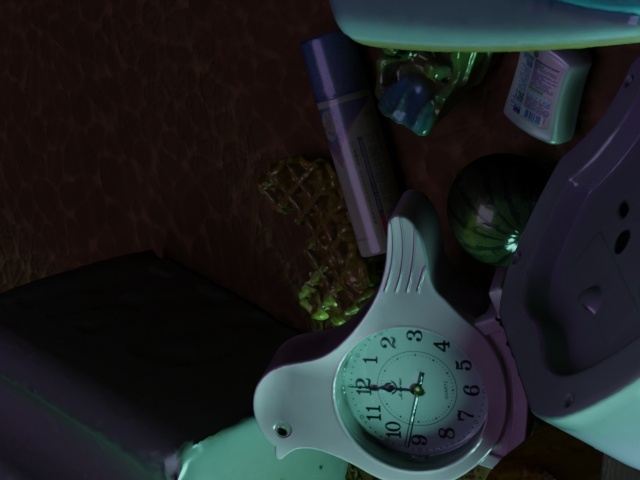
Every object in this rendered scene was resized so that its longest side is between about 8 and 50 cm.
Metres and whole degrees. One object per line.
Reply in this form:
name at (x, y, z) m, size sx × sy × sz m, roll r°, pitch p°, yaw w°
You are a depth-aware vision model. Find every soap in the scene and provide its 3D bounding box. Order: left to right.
soap at (-0.183, 0.199, 1.838) m, size 0.435 × 0.350 × 0.213 m, roll 26°, pitch 117°, yaw 41°

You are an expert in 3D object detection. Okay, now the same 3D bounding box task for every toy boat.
toy boat at (0.122, -0.236, 1.456) m, size 0.111 × 0.084 × 0.276 m, roll 38°, pitch 130°, yaw 39°

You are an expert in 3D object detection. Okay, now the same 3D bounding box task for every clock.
clock at (0.071, 0.098, 1.555) m, size 0.275 × 0.080 × 0.290 m, roll 4°, pitch 110°, yaw 14°
clock at (0.269, -0.001, 1.179) m, size 0.338 × 0.102 × 0.339 m, roll -52°, pitch 22°, yaw 31°

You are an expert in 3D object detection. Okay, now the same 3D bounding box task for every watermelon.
watermelon at (0.166, -0.037, 1.473) m, size 0.133 × 0.105 × 0.105 m, roll -115°, pitch 30°, yaw -48°

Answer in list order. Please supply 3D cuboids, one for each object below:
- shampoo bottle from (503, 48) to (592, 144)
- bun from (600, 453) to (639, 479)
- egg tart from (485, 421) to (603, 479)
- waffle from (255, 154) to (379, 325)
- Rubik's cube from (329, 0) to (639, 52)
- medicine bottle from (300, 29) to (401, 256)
shampoo bottle at (0.204, -0.144, 1.419) m, size 0.072 × 0.043 × 0.099 m, roll 38°, pitch 132°, yaw 35°
bun at (0.327, 0.162, 1.260) m, size 0.273 × 0.168 × 0.273 m, roll -166°, pitch 90°, yaw -83°
egg tart at (0.248, 0.243, 1.452) m, size 0.202 × 0.147 × 0.203 m, roll 22°, pitch 120°, yaw 44°
waffle at (0.003, -0.002, 1.734) m, size 0.149 × 0.051 × 0.194 m, roll 7°, pitch 116°, yaw 51°
Rubik's cube at (0.200, -0.325, 1.087) m, size 0.347 × 0.352 × 0.352 m, roll 6°, pitch 108°, yaw 50°
medicine bottle at (0.037, -0.101, 1.637) m, size 0.059 × 0.059 × 0.231 m, roll -11°, pitch 97°, yaw 53°
